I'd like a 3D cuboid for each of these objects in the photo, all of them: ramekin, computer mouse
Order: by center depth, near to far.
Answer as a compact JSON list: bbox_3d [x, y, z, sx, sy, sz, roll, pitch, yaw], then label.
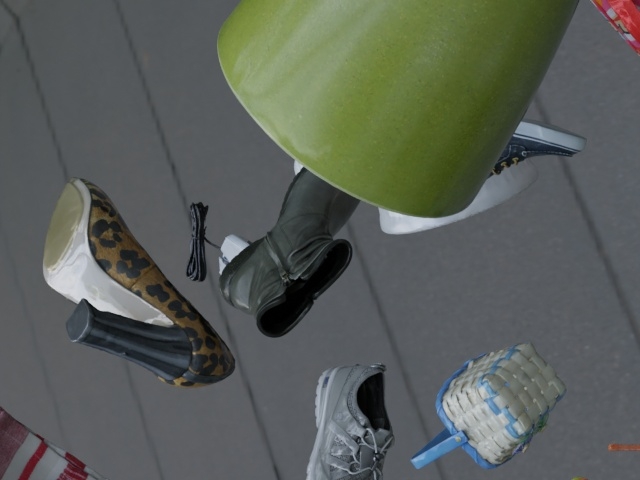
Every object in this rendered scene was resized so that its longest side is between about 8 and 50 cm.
[{"bbox_3d":[-0.106,0.028,1.394,0.193,0.042,0.106,24,111,35],"label":"computer mouse"},{"bbox_3d":[0.209,-0.124,1.816,0.277,0.277,0.135,-8,107,52],"label":"ramekin"}]

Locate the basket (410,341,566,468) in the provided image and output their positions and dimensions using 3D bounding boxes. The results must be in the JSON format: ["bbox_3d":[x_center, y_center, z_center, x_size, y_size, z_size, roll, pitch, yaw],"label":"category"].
[{"bbox_3d":[0.328,0.347,2.195,0.201,0.254,0.289,54,139,2],"label":"basket"}]

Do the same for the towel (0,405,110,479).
[{"bbox_3d":[-0.340,0.390,1.395,0.037,0.329,0.237,-25,35,39],"label":"towel"}]

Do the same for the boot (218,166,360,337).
[{"bbox_3d":[0.000,0.000,1.208,0.083,0.246,0.161,43,170,-24],"label":"boot"}]

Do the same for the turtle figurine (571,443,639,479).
[{"bbox_3d":[0.386,0.421,1.525,0.269,0.087,0.217,-26,64,6],"label":"turtle figurine"}]

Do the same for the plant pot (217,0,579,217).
[{"bbox_3d":[0.101,-0.218,0.909,0.293,0.274,0.275,-54,56,33],"label":"plant pot"}]

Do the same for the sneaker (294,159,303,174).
[{"bbox_3d":[0.083,-0.175,1.686,0.130,0.322,0.236,39,128,23],"label":"sneaker"}]

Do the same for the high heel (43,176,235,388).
[{"bbox_3d":[-0.186,0.043,1.138,0.093,0.186,0.261,-48,39,22],"label":"high heel"}]

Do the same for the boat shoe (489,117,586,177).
[{"bbox_3d":[0.210,-0.102,1.270,0.183,0.065,0.083,12,103,8],"label":"boat shoe"}]

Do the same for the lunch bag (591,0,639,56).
[{"bbox_3d":[0.477,-0.389,1.668,0.120,0.293,0.258,-34,26,32],"label":"lunch bag"}]

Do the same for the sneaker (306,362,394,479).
[{"bbox_3d":[0.051,0.303,1.573,0.115,0.105,0.281,-27,55,41],"label":"sneaker"}]
